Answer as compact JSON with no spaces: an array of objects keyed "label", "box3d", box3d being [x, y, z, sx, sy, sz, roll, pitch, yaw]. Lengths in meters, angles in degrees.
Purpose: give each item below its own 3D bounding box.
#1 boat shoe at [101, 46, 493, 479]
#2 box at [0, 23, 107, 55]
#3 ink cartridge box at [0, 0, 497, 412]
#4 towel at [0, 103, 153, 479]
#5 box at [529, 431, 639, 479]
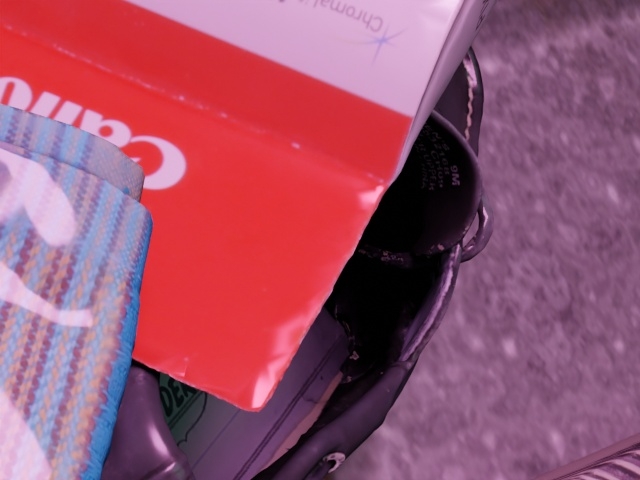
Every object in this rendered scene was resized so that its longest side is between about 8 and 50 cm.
[{"label":"boat shoe","box3d":[-0.003,-0.003,0.602,0.127,0.113,0.340,57,39,-8]},{"label":"box","box3d":[-0.052,-0.087,0.600,0.137,0.094,0.027,-77,171,-51]},{"label":"ink cartridge box","box3d":[-0.044,-0.090,0.529,0.189,0.066,0.232,23,54,12]},{"label":"towel","box3d":[-0.185,0.088,0.342,0.271,0.040,0.370,21,53,-16]},{"label":"box","box3d":[0.133,0.127,0.700,0.275,0.094,0.113,-14,80,-51]}]
